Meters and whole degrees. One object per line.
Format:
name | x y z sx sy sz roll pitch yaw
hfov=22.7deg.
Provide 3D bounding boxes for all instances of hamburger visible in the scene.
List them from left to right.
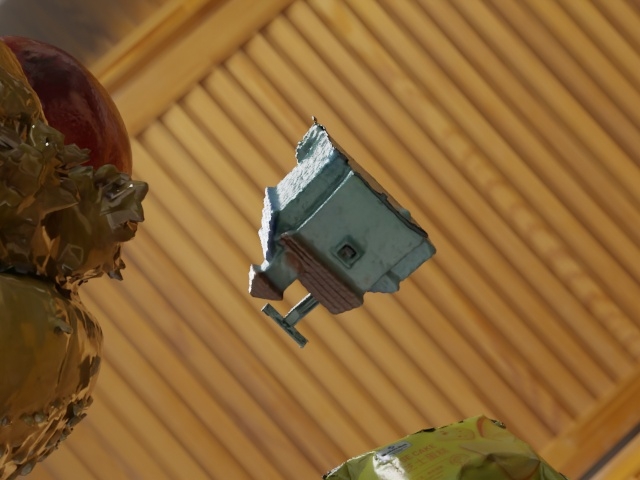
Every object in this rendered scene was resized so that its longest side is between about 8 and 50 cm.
hamburger | -0.247 0.019 0.853 0.445 0.287 0.268 14 -125 -63

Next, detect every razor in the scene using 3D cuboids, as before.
razor | -0.001 0.061 1.807 0.068 0.037 0.191 43 145 -3

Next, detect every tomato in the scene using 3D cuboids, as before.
tomato | -0.289 -0.116 1.545 0.140 0.233 0.200 -62 40 43

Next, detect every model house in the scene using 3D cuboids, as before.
model house | 0.000 0.000 1.396 0.148 0.148 0.119 46 -176 -21

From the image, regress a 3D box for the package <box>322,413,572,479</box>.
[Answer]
package | 0.135 0.239 1.583 0.168 0.226 0.090 32 127 50
